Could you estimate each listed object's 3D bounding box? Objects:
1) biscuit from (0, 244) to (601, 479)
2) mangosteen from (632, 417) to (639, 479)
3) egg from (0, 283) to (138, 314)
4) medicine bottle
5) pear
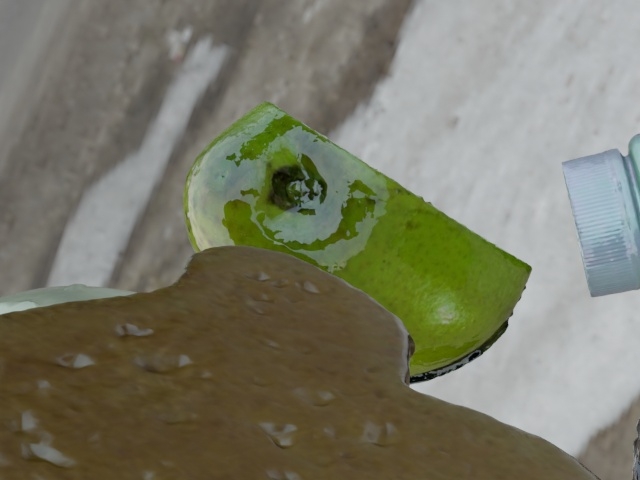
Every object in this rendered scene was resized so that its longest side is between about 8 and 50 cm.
[{"bbox_3d":[-0.090,0.107,0.839,0.368,0.394,0.076,37,123,43],"label":"biscuit"},{"bbox_3d":[0.348,0.169,1.235,0.228,0.265,0.228,15,-90,-89],"label":"mangosteen"},{"bbox_3d":[-0.132,0.179,1.234,0.283,0.345,0.283,-41,39,44],"label":"egg"},{"bbox_3d":[0.327,-0.034,1.522,0.139,0.225,0.139,-13,-90,-83],"label":"medicine bottle"},{"bbox_3d":[0.000,0.000,1.471,0.159,0.292,0.292,-56,26,1],"label":"pear"}]
